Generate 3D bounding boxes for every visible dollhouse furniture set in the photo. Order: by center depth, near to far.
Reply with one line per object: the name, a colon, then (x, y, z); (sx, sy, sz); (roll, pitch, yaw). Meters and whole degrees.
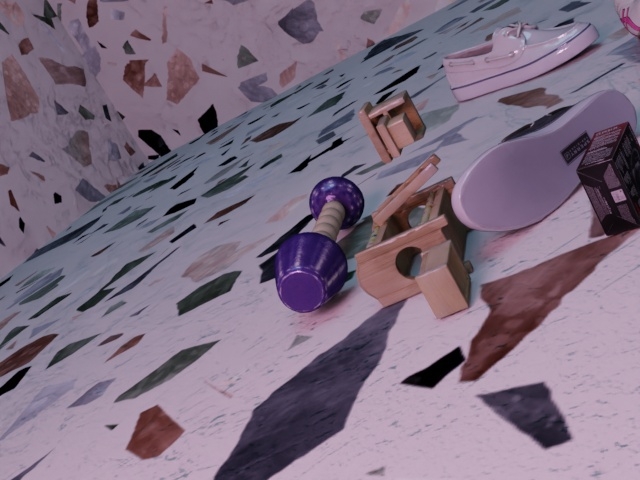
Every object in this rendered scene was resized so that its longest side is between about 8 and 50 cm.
dollhouse furniture set: (0.056, -0.028, 0.775); (0.101, 0.161, 0.182); (-25, 15, 21)

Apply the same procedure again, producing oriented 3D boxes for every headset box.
headset box: (0.240, -0.052, 0.696); (0.032, 0.062, 0.083); (-18, 20, 36)

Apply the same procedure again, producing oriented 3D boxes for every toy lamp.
toy lamp: (0.000, 0.000, 0.954); (0.080, 0.080, 0.275); (-26, 16, 15)

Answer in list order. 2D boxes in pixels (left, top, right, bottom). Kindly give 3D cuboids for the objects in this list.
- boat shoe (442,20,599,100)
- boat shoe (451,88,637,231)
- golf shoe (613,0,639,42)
boat shoe: (0.292, -0.288, 1.317); (0.258, 0.084, 0.095); (-17, 20, 42)
boat shoe: (0.201, -0.076, 0.824); (0.228, 0.080, 0.076); (-36, 10, -23)
golf shoe: (0.387, -0.287, 1.051); (0.067, 0.086, 0.186); (-46, -6, 14)
